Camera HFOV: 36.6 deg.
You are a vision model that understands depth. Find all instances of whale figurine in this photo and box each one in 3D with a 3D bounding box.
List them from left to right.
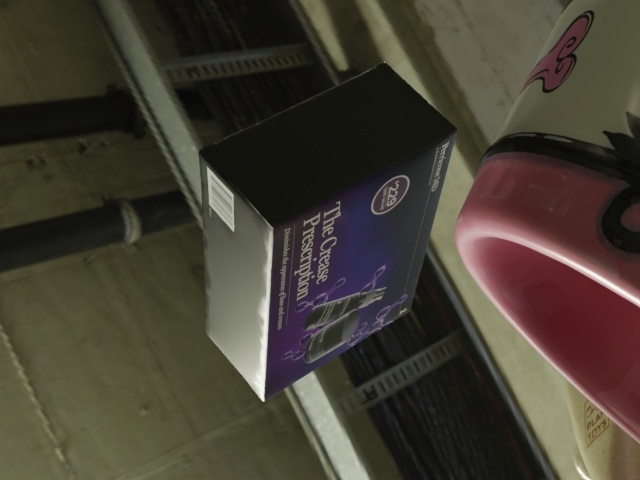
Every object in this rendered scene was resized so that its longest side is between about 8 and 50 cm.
[{"bbox_3d":[0.289,0.152,0.789,0.141,0.216,0.272,20,-133,-4],"label":"whale figurine"}]

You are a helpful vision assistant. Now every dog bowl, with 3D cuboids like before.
[{"bbox_3d":[0.245,0.049,0.511,0.408,0.408,0.150,43,-94,-13],"label":"dog bowl"}]

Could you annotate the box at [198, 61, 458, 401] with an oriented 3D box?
[{"bbox_3d":[0.000,0.000,0.840,0.184,0.261,0.103,-32,-119,-25],"label":"box"}]
